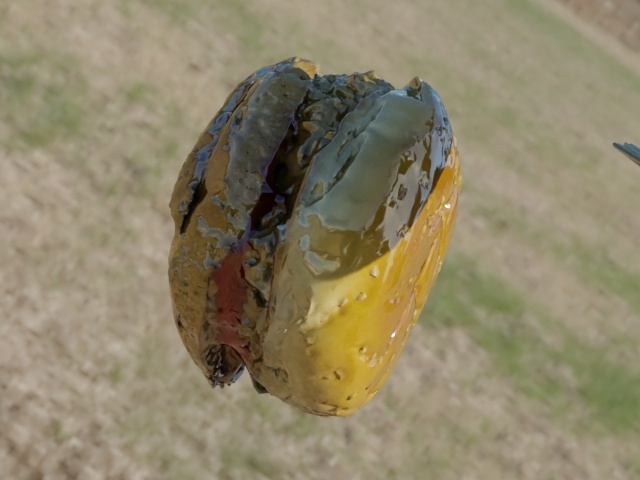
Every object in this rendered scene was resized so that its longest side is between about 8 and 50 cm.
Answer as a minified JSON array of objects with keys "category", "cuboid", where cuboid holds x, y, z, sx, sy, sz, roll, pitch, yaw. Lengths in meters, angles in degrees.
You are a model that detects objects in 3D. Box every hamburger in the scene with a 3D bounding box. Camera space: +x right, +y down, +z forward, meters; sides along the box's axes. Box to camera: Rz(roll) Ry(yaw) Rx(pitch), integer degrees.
[{"category":"hamburger","cuboid":[0.000,0.000,1.087,0.163,0.244,0.244,12,8,16]}]

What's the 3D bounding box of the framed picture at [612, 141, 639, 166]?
[{"category":"framed picture","cuboid":[0.453,-0.006,1.672,0.232,0.019,0.296,32,7,-30]}]
